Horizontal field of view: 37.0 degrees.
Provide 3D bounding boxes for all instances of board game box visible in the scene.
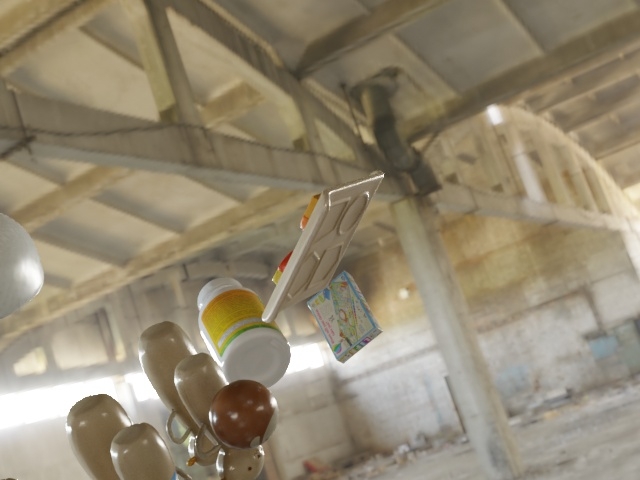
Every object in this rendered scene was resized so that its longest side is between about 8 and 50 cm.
[{"bbox_3d":[0.045,0.148,1.861,0.103,0.154,0.026,-40,-40,14],"label":"board game box"}]

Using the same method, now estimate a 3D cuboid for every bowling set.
[{"bbox_3d":[-0.113,0.194,0.782,0.199,0.154,0.287,-5,27,35],"label":"bowling set"}]

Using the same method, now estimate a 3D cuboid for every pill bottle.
[{"bbox_3d":[-0.159,0.173,1.865,0.136,0.136,0.246,-16,32,-16],"label":"pill bottle"}]

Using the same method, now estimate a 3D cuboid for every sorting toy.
[{"bbox_3d":[0.000,0.000,1.260,0.193,0.038,0.208,-63,-14,23],"label":"sorting toy"}]

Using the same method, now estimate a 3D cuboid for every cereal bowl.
[{"bbox_3d":[-0.606,0.028,1.465,0.338,0.141,0.339,-3,21,1],"label":"cereal bowl"}]
